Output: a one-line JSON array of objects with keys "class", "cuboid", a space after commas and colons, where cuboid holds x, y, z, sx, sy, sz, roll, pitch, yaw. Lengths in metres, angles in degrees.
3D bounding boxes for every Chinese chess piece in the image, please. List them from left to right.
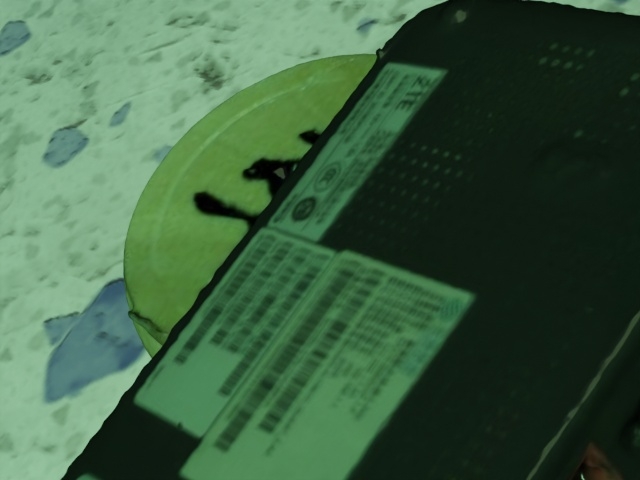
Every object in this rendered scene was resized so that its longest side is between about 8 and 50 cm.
[{"class": "Chinese chess piece", "cuboid": [0.000, 0.000, 0.780, 0.188, 0.083, 0.188, -18, 46, 19]}]

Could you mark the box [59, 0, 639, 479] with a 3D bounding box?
[{"class": "box", "cuboid": [0.016, 0.065, 0.593, 0.350, 0.058, 0.211, -54, 34, -13]}]
